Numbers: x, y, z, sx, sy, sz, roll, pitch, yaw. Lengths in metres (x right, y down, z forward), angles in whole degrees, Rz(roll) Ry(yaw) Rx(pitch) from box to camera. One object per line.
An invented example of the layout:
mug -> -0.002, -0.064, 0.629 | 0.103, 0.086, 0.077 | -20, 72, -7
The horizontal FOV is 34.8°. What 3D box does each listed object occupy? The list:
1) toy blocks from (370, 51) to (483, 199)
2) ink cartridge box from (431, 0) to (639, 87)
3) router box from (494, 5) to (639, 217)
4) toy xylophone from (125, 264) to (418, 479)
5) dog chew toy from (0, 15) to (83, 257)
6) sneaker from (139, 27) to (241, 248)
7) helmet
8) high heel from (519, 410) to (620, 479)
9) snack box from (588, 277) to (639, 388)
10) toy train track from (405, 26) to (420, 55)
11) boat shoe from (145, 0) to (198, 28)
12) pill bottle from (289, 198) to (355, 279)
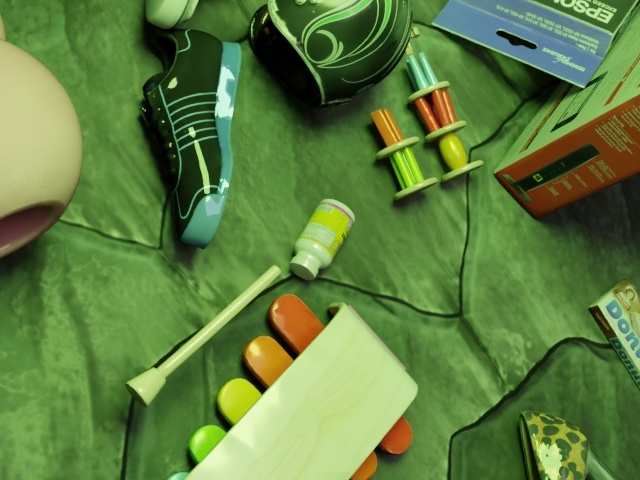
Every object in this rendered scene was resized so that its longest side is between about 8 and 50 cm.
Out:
toy blocks -> 0.106, -0.132, 1.149 | 0.123, 0.054, 0.148 | -21, 86, -29
ink cartridge box -> 0.272, -0.298, 1.226 | 0.206, 0.045, 0.208 | 27, 62, 20
router box -> 0.386, -0.200, 1.164 | 0.082, 0.301, 0.335 | 45, 62, -8
toy xylophone -> -0.046, 0.168, 0.976 | 0.322, 0.081, 0.236 | -36, 93, -29
dog chew toy -> -0.344, -0.142, 0.860 | 0.206, 0.206, 0.332 | -27, 80, -29
sneaker -> -0.137, -0.105, 1.014 | 0.090, 0.081, 0.232 | 11, 64, -20
helmet -> 0.017, -0.239, 1.076 | 0.161, 0.169, 0.169 | -41, 96, -13
high heel -> 0.216, 0.314, 1.074 | 0.261, 0.093, 0.186 | -40, 83, -26
snack box -> 0.395, 0.137, 1.234 | 0.064, 0.022, 0.178 | -34, 93, -28
toy train track -> 0.084, -0.237, 1.191 | 0.083, 0.014, 0.048 | -22, 86, -29
boat shoe -> -0.109, -0.315, 1.070 | 0.088, 0.096, 0.267 | 27, 50, -21
pill bottle -> 0.000, 0.000, 1.067 | 0.043, 0.043, 0.083 | 37, 64, -12
